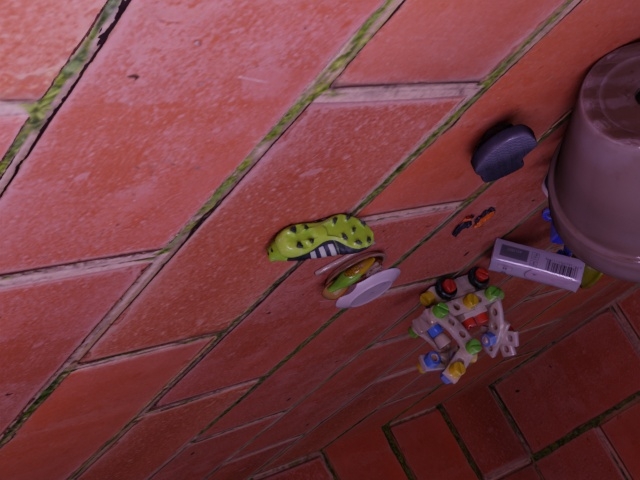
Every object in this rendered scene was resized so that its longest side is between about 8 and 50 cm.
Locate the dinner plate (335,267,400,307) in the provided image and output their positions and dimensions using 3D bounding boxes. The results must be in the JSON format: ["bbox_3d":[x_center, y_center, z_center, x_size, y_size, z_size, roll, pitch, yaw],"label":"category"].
[{"bbox_3d":[0.093,0.096,2.065,0.141,0.017,0.141,-28,162,-10],"label":"dinner plate"}]

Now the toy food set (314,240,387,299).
[{"bbox_3d":[0.061,0.065,1.888,0.132,0.038,0.192,-29,163,1],"label":"toy food set"}]

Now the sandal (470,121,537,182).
[{"bbox_3d":[0.266,-0.137,1.643,0.097,0.054,0.254,-22,172,1],"label":"sandal"}]

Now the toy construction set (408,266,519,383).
[{"bbox_3d":[0.318,0.182,2.322,0.327,0.215,0.151,-7,153,-51],"label":"toy construction set"}]

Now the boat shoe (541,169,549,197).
[{"bbox_3d":[0.491,-0.127,1.928,0.254,0.095,0.079,-18,160,-37],"label":"boat shoe"}]

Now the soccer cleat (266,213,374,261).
[{"bbox_3d":[0.000,0.000,1.595,0.179,0.060,0.072,-5,161,-39],"label":"soccer cleat"}]

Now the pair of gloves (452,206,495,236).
[{"bbox_3d":[0.284,-0.033,2.009,0.083,0.010,0.074,-19,160,-27],"label":"pair of gloves"}]

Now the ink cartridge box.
[{"bbox_3d":[0.451,0.072,2.308,0.189,0.066,0.232,15,161,9],"label":"ink cartridge box"}]

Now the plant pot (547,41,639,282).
[{"bbox_3d":[0.495,-0.137,1.625,0.323,0.323,0.280,-29,147,-1],"label":"plant pot"}]

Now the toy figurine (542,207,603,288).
[{"bbox_3d":[0.547,-0.046,2.265,0.217,0.191,0.362,9,153,-15],"label":"toy figurine"}]
